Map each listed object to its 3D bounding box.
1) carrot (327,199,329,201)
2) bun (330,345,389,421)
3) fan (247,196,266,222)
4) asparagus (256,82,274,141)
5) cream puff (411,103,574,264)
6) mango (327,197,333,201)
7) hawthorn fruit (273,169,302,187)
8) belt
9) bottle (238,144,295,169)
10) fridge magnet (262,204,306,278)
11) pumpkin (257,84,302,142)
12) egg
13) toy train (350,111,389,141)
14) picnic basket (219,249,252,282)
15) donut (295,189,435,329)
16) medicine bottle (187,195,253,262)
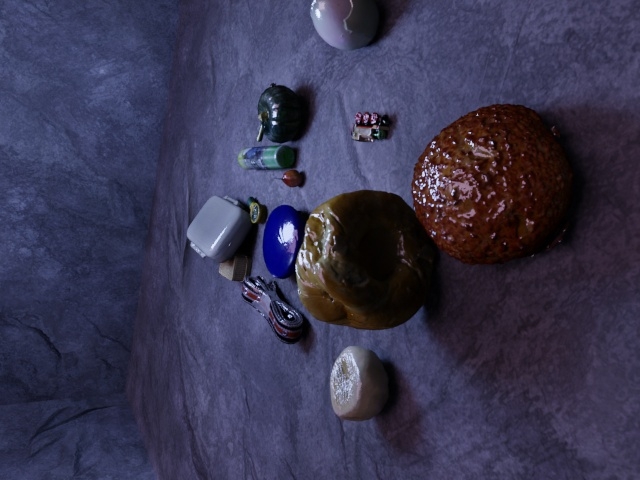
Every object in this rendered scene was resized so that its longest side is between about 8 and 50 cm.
[{"bbox_3d":[0.000,0.000,1.615,0.062,0.066,0.270,-20,-66,-83],"label":"carrot"},{"bbox_3d":[0.112,0.391,1.362,0.178,0.128,0.193,-51,36,41],"label":"bun"},{"bbox_3d":[-0.267,-0.132,2.055,0.155,0.039,0.082,56,131,45],"label":"fan"},{"bbox_3d":[-0.226,-0.528,2.052,0.024,0.025,0.248,-54,-17,-69],"label":"asparagus"},{"bbox_3d":[0.322,-0.113,1.009,0.351,0.229,0.350,-15,72,54],"label":"cream puff"},{"bbox_3d":[0.051,-0.097,1.570,0.089,0.046,0.060,53,128,39],"label":"mango"},{"bbox_3d":[-0.118,-0.221,1.789,0.067,0.103,0.066,168,90,-72],"label":"hawthorn fruit"},{"bbox_3d":[-0.175,0.244,1.803,0.359,0.126,0.094,40,121,50],"label":"belt"},{"bbox_3d":[-0.216,-0.324,1.953,0.330,0.093,0.093,13,97,56],"label":"bottle"},{"bbox_3d":[-0.127,0.005,1.766,0.266,0.113,0.265,-10,78,55],"label":"fridge magnet"},{"bbox_3d":[-0.154,-0.462,1.820,0.212,0.152,0.211,-8,81,61],"label":"pumpkin"},{"bbox_3d":[0.064,-0.662,1.460,0.183,0.217,0.182,-9,79,52],"label":"egg"},{"bbox_3d":[0.145,-0.330,1.454,0.138,0.050,0.086,23,110,54],"label":"toy train"},{"bbox_3d":[-0.369,0.107,2.145,0.164,0.080,0.115,19,103,55],"label":"picnic basket"},{"bbox_3d":[0.107,0.050,1.194,0.170,0.361,0.359,-23,68,56],"label":"donut"},{"bbox_3d":[-0.444,-0.056,2.173,0.282,0.123,0.375,-57,33,-4],"label":"medicine bottle"}]
